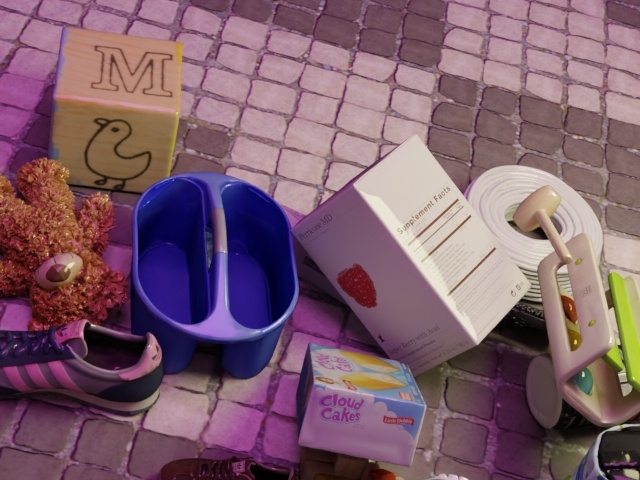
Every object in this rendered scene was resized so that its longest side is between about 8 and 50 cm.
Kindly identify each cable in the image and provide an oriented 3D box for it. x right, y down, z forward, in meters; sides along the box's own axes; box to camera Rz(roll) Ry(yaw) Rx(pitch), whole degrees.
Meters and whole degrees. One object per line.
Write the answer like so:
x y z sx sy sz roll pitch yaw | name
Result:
0.350 -0.014 2.328 0.257 0.089 0.257 24 44 8 | cable

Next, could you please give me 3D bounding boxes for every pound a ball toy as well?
0.358 0.094 2.003 0.208 0.136 0.319 39 27 -23 | pound a ball toy

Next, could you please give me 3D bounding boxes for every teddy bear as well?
-0.415 -0.005 2.075 0.245 0.113 0.338 0 46 -14 | teddy bear

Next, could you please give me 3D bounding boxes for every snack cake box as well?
0.049 0.220 1.903 0.152 0.089 0.264 13 7 -4 | snack cake box

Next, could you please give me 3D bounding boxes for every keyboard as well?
0.308 0.110 2.206 0.180 0.023 0.108 20 15 5 | keyboard

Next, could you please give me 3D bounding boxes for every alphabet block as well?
-0.333 -0.209 2.252 0.197 0.192 0.193 6 46 -9 | alphabet block

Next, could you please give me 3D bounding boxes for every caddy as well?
-0.162 0.041 2.054 0.241 0.179 0.341 5 44 -14 | caddy

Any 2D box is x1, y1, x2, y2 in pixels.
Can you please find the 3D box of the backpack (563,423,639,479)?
0.495 0.384 1.877 0.356 0.273 0.290 22 41 -27 | backpack

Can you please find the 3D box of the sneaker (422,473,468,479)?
0.207 0.377 1.910 0.167 0.065 0.076 19 47 5 | sneaker

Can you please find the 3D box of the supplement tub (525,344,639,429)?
0.416 0.218 2.093 0.190 0.117 0.117 -4 47 -21 | supplement tub

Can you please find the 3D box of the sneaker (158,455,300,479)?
-0.120 0.312 1.868 0.188 0.071 0.066 8 44 -9 | sneaker

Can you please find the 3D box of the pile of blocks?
0.105 0.385 1.832 0.362 0.112 0.149 36 46 20 | pile of blocks

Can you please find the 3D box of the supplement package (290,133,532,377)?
0.135 0.026 2.082 0.293 0.177 0.175 52 49 -2 | supplement package

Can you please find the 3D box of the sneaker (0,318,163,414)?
-0.372 0.149 1.915 0.319 0.131 0.112 7 44 -10 | sneaker

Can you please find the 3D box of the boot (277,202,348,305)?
0.000 0.000 2.221 0.258 0.095 0.123 36 40 8 | boot
